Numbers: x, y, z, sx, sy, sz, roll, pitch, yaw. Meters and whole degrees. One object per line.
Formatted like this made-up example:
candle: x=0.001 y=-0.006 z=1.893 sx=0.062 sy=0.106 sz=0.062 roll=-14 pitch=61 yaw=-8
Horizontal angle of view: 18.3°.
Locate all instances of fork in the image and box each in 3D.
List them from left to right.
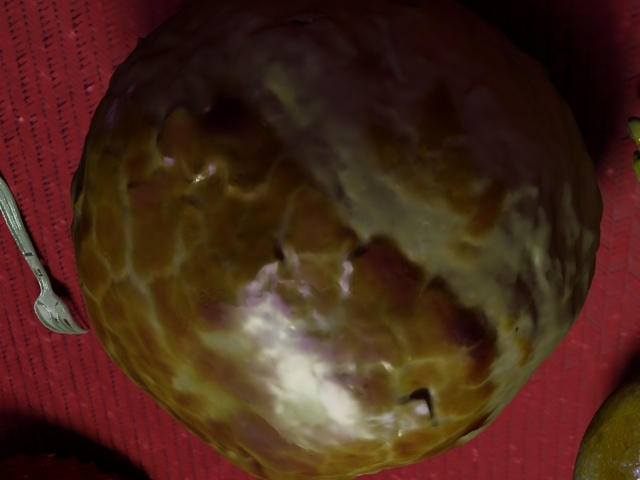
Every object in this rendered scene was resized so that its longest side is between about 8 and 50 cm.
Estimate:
fork: x=-0.261 y=0.016 z=1.795 sx=0.034 sy=0.028 sz=0.219 roll=6 pitch=138 yaw=29

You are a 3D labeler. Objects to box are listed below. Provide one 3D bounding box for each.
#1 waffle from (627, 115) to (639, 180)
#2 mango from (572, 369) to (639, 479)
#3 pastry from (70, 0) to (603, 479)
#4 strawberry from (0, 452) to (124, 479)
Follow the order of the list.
waffle: x=0.353 y=-0.039 z=1.369 sx=0.262 sy=0.060 sz=0.280 roll=-8 pitch=129 yaw=40
mango: x=0.299 y=0.210 z=1.613 sx=0.193 sy=0.146 sz=0.316 roll=6 pitch=132 yaw=12
pastry: x=0.000 y=0.000 z=1.406 sx=0.389 sy=0.312 sz=0.388 roll=12 pitch=136 yaw=12
strawberry: x=-0.274 y=0.331 z=2.038 sx=0.261 sy=0.258 sz=0.261 roll=15 pitch=115 yaw=34
